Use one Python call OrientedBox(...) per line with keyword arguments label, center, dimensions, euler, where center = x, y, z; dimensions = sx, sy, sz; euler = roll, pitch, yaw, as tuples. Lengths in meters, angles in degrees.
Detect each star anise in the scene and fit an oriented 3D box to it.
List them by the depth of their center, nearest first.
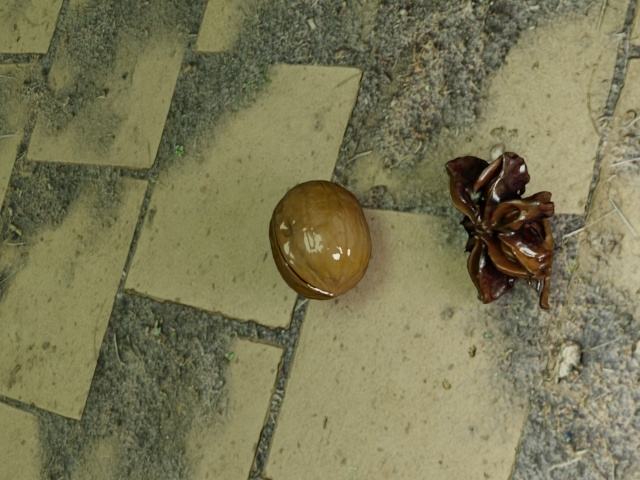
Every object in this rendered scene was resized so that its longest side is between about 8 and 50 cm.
OrientedBox(label="star anise", center=(0.261, -0.023, 1.817), dimensions=(0.190, 0.125, 0.220), euler=(9, 109, 45))

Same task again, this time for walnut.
OrientedBox(label="walnut", center=(0.000, 0.000, 2.025), dimensions=(0.167, 0.167, 0.207), euler=(-36, 51, 29))
